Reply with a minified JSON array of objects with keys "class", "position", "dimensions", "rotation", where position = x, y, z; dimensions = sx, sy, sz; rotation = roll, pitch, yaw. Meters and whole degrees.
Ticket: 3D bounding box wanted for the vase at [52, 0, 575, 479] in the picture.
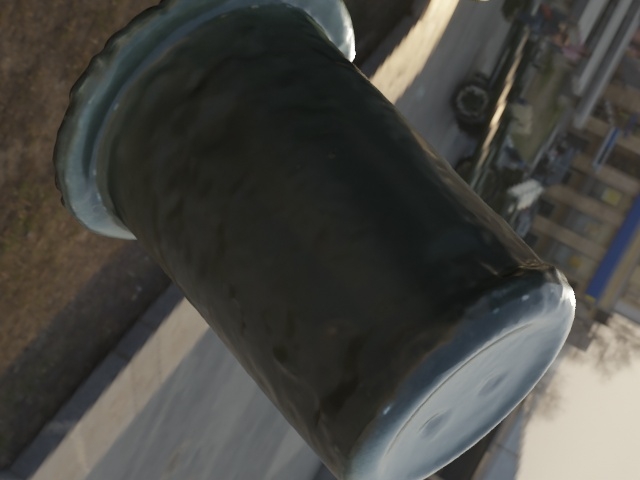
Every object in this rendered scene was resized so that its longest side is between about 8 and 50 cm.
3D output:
[{"class":"vase","position":[0.000,0.000,0.659],"dimensions":[0.245,0.291,0.245],"rotation":[-29,149,-20]}]
